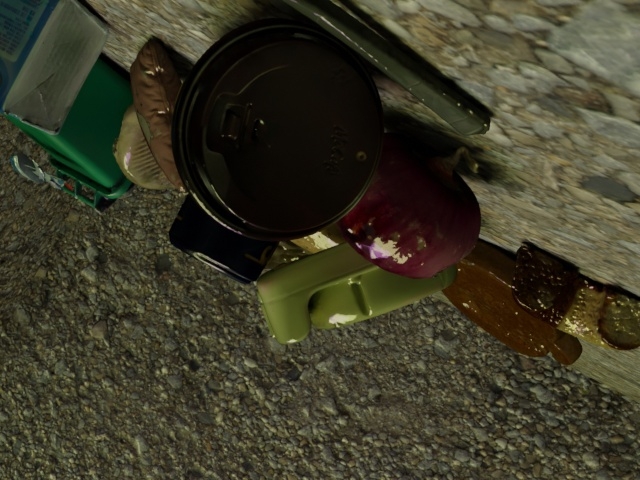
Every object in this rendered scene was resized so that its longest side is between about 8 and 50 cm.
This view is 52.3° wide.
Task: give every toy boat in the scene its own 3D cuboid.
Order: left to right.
[{"bbox_3d":[-0.591,-0.141,1.395,0.149,0.034,0.105,25,160,-7],"label":"toy boat"}]

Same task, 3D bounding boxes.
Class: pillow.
[{"bbox_3d":[-0.249,-0.195,1.046,0.084,0.236,0.223,-17,-170,-12],"label":"pillow"}]

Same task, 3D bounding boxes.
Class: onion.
[{"bbox_3d":[0.097,-0.042,0.729,0.177,0.154,0.177,23,-173,-3],"label":"onion"}]

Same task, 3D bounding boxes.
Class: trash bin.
[{"bbox_3d":[-0.537,-0.272,1.387,0.259,0.295,0.381,26,170,27],"label":"trash bin"}]

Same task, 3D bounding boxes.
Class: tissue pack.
[{"bbox_3d":[-0.489,-0.312,0.990,0.263,0.198,0.146,28,179,13],"label":"tissue pack"}]

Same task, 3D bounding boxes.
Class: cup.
[{"bbox_3d":[-0.138,-0.086,1.029,0.178,0.256,0.255,26,175,34],"label":"cup"},{"bbox_3d":[-0.063,-0.118,0.664,0.196,0.197,0.279,30,-176,-24],"label":"cup"}]

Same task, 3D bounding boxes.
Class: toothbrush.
[{"bbox_3d":[0.027,-0.161,0.503,0.297,0.031,0.030,29,168,-26],"label":"toothbrush"}]

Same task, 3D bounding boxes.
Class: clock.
[{"bbox_3d":[0.077,0.049,1.015,0.286,0.348,0.117,147,104,-86],"label":"clock"}]

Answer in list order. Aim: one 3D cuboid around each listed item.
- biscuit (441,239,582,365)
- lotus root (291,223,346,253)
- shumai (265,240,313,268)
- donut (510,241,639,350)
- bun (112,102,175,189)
[{"bbox_3d":[0.353,0.117,1.228,0.314,0.063,0.367,35,167,21],"label":"biscuit"},{"bbox_3d":[0.045,-0.029,1.224,0.284,0.146,0.160,27,157,8],"label":"lotus root"},{"bbox_3d":[0.002,0.002,1.424,0.283,0.217,0.346,25,-175,27],"label":"shumai"},{"bbox_3d":[0.378,0.095,0.969,0.217,0.085,0.141,26,176,15],"label":"donut"},{"bbox_3d":[-0.335,-0.210,1.371,0.116,0.210,0.237,45,173,35],"label":"bun"}]
